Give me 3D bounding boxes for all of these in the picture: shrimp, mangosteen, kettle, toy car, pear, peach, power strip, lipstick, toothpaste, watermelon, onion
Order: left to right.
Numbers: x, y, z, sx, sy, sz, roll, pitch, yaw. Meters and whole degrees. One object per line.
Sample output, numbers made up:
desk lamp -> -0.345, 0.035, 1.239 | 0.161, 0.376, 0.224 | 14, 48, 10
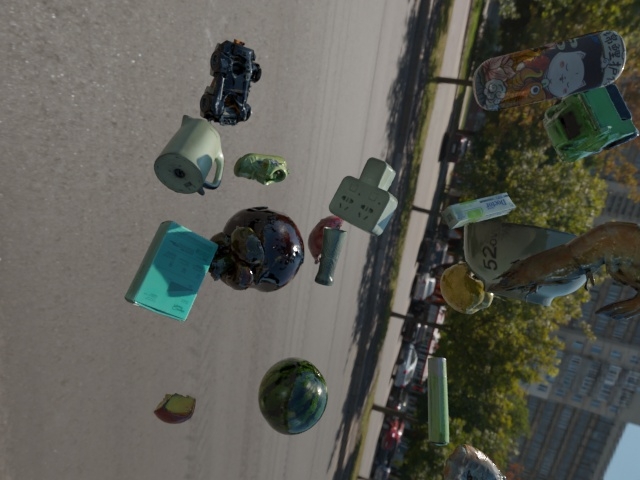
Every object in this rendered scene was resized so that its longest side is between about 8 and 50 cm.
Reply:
peach -> -0.552, 0.641, 1.595 | 0.118, 0.151, 0.151 | 62, 23, -2
kettle -> -0.435, -0.284, 1.462 | 0.240, 0.165, 0.255 | 50, 31, -34
toy car -> -0.327, -0.568, 1.518 | 0.193, 0.118, 0.301 | -4, 120, -45
mangosteen -> -0.270, 0.031, 1.749 | 0.421, 0.381, 0.381 | 14, 90, -51
watermelon -> -0.111, 0.614, 1.661 | 0.285, 0.285, 0.285 | 14, 90, -73
onion -> 0.000, 0.000, 2.034 | 0.227, 0.120, 0.283 | -48, 168, -55
power strip -> 0.190, -0.171, 1.602 | 0.141, 0.229, 0.261 | 24, 95, -56
lipstick -> 0.439, 0.598, 1.564 | 0.076, 0.076, 0.304 | 58, 33, -68
pear -> 0.490, 0.161, 1.393 | 0.178, 0.178, 0.178 | 14, 90, -73
shrimp -> 0.507, 0.776, 1.364 | 0.317, 0.062, 0.164 | 37, 85, -26
toothpaste -> 0.650, -0.126, 1.708 | 0.336, 0.081, 0.067 | -14, 158, -26
shrimp -> 0.456, 0.079, 0.745 | 0.058, 0.296, 0.169 | -24, 84, -48
toy car -> 0.765, -0.347, 1.226 | 0.359, 0.176, 0.213 | 53, 14, -86

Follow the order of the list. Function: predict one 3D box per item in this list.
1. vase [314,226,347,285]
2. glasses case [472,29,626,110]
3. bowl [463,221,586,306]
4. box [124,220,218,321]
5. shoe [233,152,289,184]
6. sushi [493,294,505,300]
vase -> 0.035, 0.063, 1.615 | 0.096, 0.096, 0.219 | -6, 110, -72
glasses case -> 0.523, -0.390, 0.967 | 0.082, 0.321, 0.122 | -67, 144, -69
bowl -> 0.570, 0.075, 1.180 | 0.354, 0.354, 0.185 | 22, 82, -73
box -> -0.531, 0.109, 1.497 | 0.205, 0.118, 0.311 | 31, 70, -34
shoe -> -0.265, -0.335, 1.928 | 0.262, 0.128, 0.140 | -8, 131, -33
sushi -> 0.751, 0.255, 1.997 | 0.193, 0.210, 0.040 | -113, -138, -83
